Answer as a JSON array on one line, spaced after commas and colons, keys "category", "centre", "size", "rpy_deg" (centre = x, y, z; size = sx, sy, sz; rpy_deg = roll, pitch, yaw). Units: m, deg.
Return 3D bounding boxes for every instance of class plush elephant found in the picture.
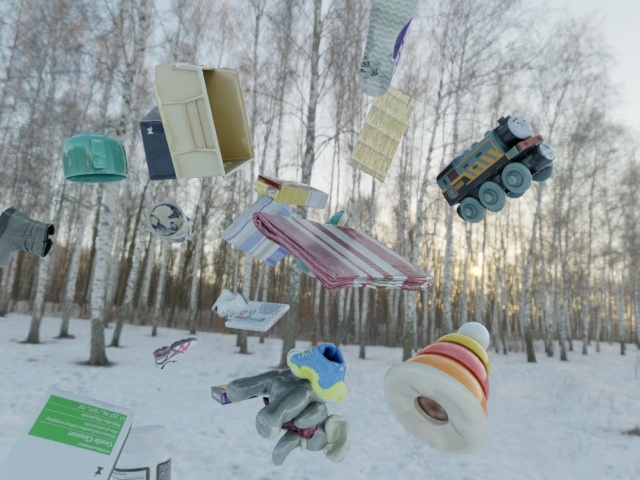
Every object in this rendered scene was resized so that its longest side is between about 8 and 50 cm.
[{"category": "plush elephant", "centre": [-0.065, 0.489, 1.181], "size": [0.330, 0.255, 0.272], "rpy_deg": [-16, 13, -37]}]

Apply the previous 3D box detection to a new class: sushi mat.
[{"category": "sushi mat", "centre": [0.214, -0.372, 1.465], "size": [0.151, 0.316, 0.019], "rpy_deg": [23, -1, -17]}]

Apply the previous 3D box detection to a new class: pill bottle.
[{"category": "pill bottle", "centre": [-0.521, 0.700, 1.251], "size": [0.162, 0.278, 0.162], "rpy_deg": [-3, -13, -1]}]

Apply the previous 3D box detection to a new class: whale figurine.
[{"category": "whale figurine", "centre": [0.000, 0.000, 1.589], "size": [0.141, 0.272, 0.216], "rpy_deg": [28, 18, 2]}]

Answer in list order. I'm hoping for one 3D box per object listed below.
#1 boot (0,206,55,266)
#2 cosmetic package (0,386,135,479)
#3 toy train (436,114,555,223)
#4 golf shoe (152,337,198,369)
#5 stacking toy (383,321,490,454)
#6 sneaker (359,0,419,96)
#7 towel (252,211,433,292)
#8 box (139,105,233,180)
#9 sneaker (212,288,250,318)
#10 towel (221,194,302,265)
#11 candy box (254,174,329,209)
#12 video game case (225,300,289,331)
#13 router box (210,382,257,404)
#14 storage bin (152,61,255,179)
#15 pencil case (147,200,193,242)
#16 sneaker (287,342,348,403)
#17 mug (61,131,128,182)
[{"category": "boot", "centre": [-0.999, 0.020, 1.438], "size": [0.161, 0.246, 0.083], "rpy_deg": [29, 22, -7]}, {"category": "cosmetic package", "centre": [-0.541, 0.513, 0.848], "size": [0.197, 0.365, 0.155], "rpy_deg": [21, -47, -13]}, {"category": "toy train", "centre": [0.455, -0.181, 1.145], "size": [0.142, 0.190, 0.334], "rpy_deg": [-25, -13, -28]}, {"category": "golf shoe", "centre": [-0.585, 0.456, 1.750], "size": [0.186, 0.086, 0.067], "rpy_deg": [-19, 2, -38]}, {"category": "stacking toy", "centre": [0.471, 0.436, 1.471], "size": [0.350, 0.350, 0.480], "rpy_deg": [-3, 25, 45]}, {"category": "sneaker", "centre": [0.170, -0.521, 1.085], "size": [0.102, 0.293, 0.146], "rpy_deg": [20, 26, 4]}, {"category": "towel", "centre": [0.054, 0.025, 0.841], "size": [0.329, 0.037, 0.237], "rpy_deg": [7, 24, -48]}, {"category": "box", "centre": [-0.487, -0.387, 1.626], "size": [0.293, 0.212, 0.395], "rpy_deg": [-5, 24, -10]}, {"category": "sneaker", "centre": [-0.401, 0.312, 1.985], "size": [0.111, 0.129, 0.297], "rpy_deg": [48, -26, -26]}, {"category": "towel", "centre": [-0.162, -0.026, 1.386], "size": [0.034, 0.209, 0.285], "rpy_deg": [53, 8, 35]}, {"category": "candy box", "centre": [-0.079, -0.136, 1.210], "size": [0.109, 0.053, 0.187], "rpy_deg": [28, 15, 40]}, {"category": "video game case", "centre": [-0.201, 0.240, 1.371], "size": [0.157, 0.019, 0.143], "rpy_deg": [0, 22, 29]}, {"category": "router box", "centre": [-0.322, 0.563, 1.591], "size": [0.133, 0.046, 0.179], "rpy_deg": [-4, -9, -27]}, {"category": "storage bin", "centre": [-0.278, -0.304, 1.071], "size": [0.123, 0.260, 0.262], "rpy_deg": [-5, 20, 10]}, {"category": "pencil case", "centre": [-0.696, -0.077, 2.007], "size": [0.183, 0.160, 0.410], "rpy_deg": [15, -7, -12]}, {"category": "sneaker", "centre": [-0.002, 0.300, 1.082], "size": [0.091, 0.126, 0.240], "rpy_deg": [4, 11, -36]}, {"category": "mug", "centre": [-0.497, -0.189, 0.960], "size": [0.158, 0.097, 0.129], "rpy_deg": [-6, 0, 25]}]
